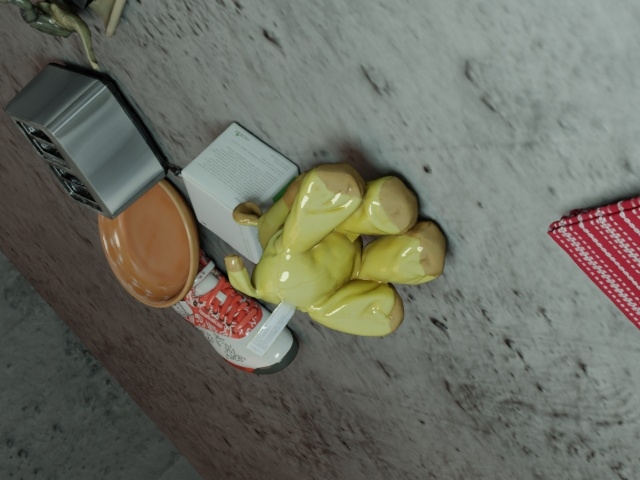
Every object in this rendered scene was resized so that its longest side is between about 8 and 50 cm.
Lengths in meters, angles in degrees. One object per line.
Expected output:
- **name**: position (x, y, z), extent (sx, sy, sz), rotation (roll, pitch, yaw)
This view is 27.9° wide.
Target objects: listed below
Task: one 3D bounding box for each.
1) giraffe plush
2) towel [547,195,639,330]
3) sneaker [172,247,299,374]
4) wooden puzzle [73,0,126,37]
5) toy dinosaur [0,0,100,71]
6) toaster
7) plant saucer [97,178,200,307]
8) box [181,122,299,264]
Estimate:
- **giraffe plush**: position (0.000, 0.000, 1.258), extent (0.181, 0.210, 0.170), rotation (50, -170, -23)
- **towel**: position (0.288, 0.036, 0.894), extent (0.199, 0.031, 0.275), rotation (46, 163, -8)
- **sneaker**: position (-0.152, 0.086, 1.830), extent (0.270, 0.090, 0.145), rotation (31, 159, 43)
- **wooden puzzle**: position (-0.286, -0.328, 1.324), extent (0.238, 0.044, 0.221), rotation (47, 162, -3)
- **toy dinosaur**: position (-0.310, -0.261, 1.436), extent (0.118, 0.064, 0.268), rotation (39, -178, -28)
- **toaster**: position (-0.295, -0.128, 1.656), extent (0.186, 0.110, 0.168), rotation (22, 151, 49)
- **plant saucer**: position (-0.231, -0.007, 1.770), extent (0.200, 0.037, 0.200), rotation (19, 119, 39)
- **box**: position (-0.081, -0.050, 1.401), extent (0.102, 0.087, 0.101), rotation (37, 160, 24)
